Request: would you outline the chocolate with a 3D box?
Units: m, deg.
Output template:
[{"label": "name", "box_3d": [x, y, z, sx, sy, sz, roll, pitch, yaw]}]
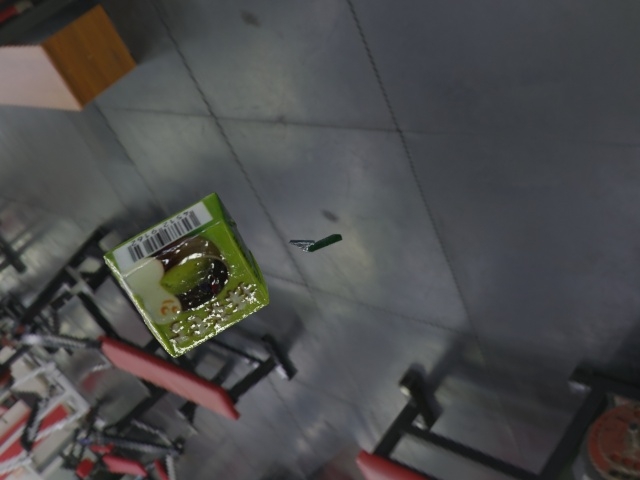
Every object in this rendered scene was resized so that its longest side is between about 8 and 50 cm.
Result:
[{"label": "chocolate", "box_3d": [-0.293, 0.091, 1.774, 0.289, 0.300, 0.137, 64, 174, -29]}]

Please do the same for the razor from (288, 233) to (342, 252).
[{"label": "razor", "box_3d": [0.000, 0.006, 1.801, 0.066, 0.190, 0.033, 1, 96, 28]}]
